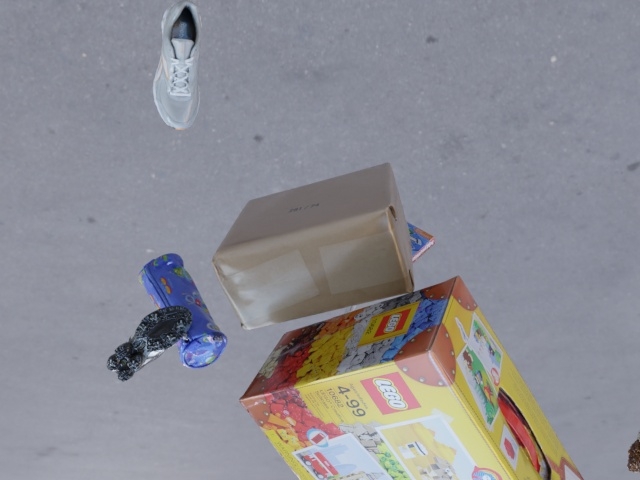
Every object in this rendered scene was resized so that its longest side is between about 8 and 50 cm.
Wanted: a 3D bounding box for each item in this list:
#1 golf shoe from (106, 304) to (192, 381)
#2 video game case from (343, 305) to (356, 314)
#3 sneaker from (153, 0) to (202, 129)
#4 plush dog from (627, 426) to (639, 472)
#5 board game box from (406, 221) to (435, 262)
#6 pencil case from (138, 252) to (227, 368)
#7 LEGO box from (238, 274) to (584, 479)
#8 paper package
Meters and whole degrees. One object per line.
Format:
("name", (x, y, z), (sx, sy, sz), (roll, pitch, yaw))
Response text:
("golf shoe", (-0.320, 0.185, 1.213), (0.198, 0.077, 0.094), (-36, 179, 10))
("video game case", (0.078, 0.194, 1.675), (0.022, 0.173, 0.190), (22, 136, 7))
("sneaker", (-0.288, -0.358, 1.281), (0.099, 0.262, 0.121), (0, -172, -16))
("plush dog", (0.878, 0.515, 1.524), (0.262, 0.225, 0.210), (-34, 134, -12))
("board game box", (0.142, -0.016, 1.626), (0.145, 0.281, 0.027), (-40, 136, -17))
("pencil case", (-0.336, 0.164, 1.527), (0.119, 0.306, 0.133), (-39, 148, 2))
("LEGO box", (0.170, 0.351, 1.050), (0.372, 0.193, 0.500), (-23, 109, 35))
("paper package", (0.000, 0.000, 1.204), (0.325, 0.309, 0.168), (-15, 110, 11))
